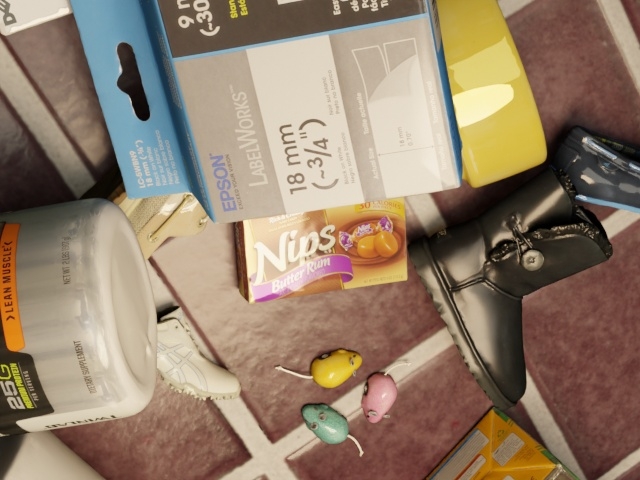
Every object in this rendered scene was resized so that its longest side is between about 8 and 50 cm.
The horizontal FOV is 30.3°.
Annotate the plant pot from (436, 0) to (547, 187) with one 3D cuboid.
[{"bbox_3d":[0.073,-0.154,1.205,0.239,0.254,0.254,-22,111,5],"label":"plant pot"}]

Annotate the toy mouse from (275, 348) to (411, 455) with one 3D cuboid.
[{"bbox_3d":[0.038,0.197,1.392,0.161,0.031,0.143,-14,108,-13],"label":"toy mouse"}]

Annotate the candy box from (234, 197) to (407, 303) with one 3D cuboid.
[{"bbox_3d":[0.000,0.000,1.315,0.187,0.053,0.109,-8,107,-16],"label":"candy box"}]

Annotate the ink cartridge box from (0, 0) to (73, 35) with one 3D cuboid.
[{"bbox_3d":[-0.333,-0.281,1.112,0.255,0.097,0.188,-22,110,-11],"label":"ink cartridge box"}]

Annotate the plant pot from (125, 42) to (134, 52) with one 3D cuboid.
[{"bbox_3d":[-0.088,-0.265,1.148,0.215,0.215,0.230,29,107,-22],"label":"plant pot"}]

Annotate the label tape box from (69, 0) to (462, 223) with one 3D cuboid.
[{"bbox_3d":[-0.058,-0.145,1.043,0.334,0.106,0.240,-8,113,11],"label":"label tape box"}]

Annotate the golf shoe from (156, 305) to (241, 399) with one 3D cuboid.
[{"bbox_3d":[-0.156,0.118,1.294,0.176,0.069,0.086,24,91,-23],"label":"golf shoe"}]

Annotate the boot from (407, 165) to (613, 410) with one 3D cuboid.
[{"bbox_3d":[0.242,0.058,1.354,0.207,0.094,0.246,-26,106,13],"label":"boot"}]

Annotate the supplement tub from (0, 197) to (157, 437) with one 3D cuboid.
[{"bbox_3d":[-0.336,0.085,1.099,0.338,0.207,0.207,-10,108,4],"label":"supplement tub"}]

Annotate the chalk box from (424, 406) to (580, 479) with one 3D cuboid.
[{"bbox_3d":[0.274,0.378,1.437,0.180,0.179,0.289,-46,113,-2],"label":"chalk box"}]

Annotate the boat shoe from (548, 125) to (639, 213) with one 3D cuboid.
[{"bbox_3d":[0.399,-0.077,1.385,0.258,0.109,0.089,6,114,-21],"label":"boat shoe"}]

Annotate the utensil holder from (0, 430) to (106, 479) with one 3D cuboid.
[{"bbox_3d":[-0.276,0.404,1.197,0.327,0.327,0.385,-41,111,-3],"label":"utensil holder"}]

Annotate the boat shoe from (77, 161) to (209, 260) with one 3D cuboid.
[{"bbox_3d":[-0.160,-0.050,1.226,0.302,0.109,0.098,-44,117,5],"label":"boat shoe"}]
